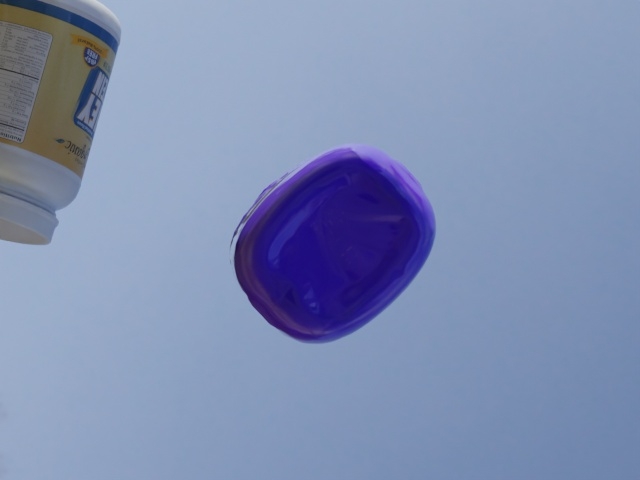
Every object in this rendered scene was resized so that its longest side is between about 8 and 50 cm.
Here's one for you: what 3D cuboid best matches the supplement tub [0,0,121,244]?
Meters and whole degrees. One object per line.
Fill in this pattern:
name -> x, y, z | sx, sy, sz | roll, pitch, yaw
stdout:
supplement tub -> -0.257, -0.109, 1.462 | 0.144, 0.144, 0.200 | -3, -110, 58

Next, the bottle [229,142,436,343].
bottle -> 0.000, 0.000, 1.098 | 0.118, 0.092, 0.283 | -43, -176, -3
